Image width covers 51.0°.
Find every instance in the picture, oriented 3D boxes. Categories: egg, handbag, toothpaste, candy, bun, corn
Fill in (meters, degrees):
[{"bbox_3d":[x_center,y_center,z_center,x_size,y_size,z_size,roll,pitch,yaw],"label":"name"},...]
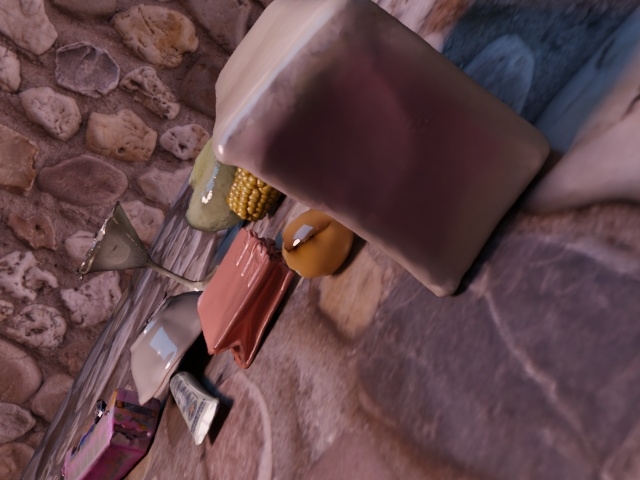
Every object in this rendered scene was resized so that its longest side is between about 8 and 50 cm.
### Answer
[{"bbox_3d":[0.000,0.000,0.715,0.083,0.071,0.071,-33,30,29],"label":"egg"},{"bbox_3d":[-0.103,0.069,0.915,0.157,0.059,0.212,-61,19,3],"label":"handbag"},{"bbox_3d":[-0.174,0.216,0.915,0.062,0.039,0.239,-65,18,-8],"label":"toothpaste"},{"bbox_3d":[0.024,-0.113,0.591,0.145,0.208,0.358,-56,17,13],"label":"candy"},{"bbox_3d":[-0.177,-0.105,1.282,0.204,0.127,0.212,-31,42,58],"label":"bun"},{"bbox_3d":[-0.056,-0.173,1.093,0.310,0.101,0.101,-57,18,6],"label":"corn"}]

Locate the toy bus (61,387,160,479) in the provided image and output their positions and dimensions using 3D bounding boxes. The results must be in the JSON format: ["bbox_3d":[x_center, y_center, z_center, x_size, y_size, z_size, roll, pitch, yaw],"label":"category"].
[{"bbox_3d":[-0.374,0.364,1.164,0.274,0.090,0.112,-49,30,37],"label":"toy bus"}]

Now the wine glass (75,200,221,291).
[{"bbox_3d":[-0.302,0.046,1.219,0.156,0.232,0.156,-50,21,28],"label":"wine glass"}]

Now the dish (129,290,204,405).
[{"bbox_3d":[-0.250,0.151,1.090,0.229,0.081,0.229,-53,7,10],"label":"dish"}]
